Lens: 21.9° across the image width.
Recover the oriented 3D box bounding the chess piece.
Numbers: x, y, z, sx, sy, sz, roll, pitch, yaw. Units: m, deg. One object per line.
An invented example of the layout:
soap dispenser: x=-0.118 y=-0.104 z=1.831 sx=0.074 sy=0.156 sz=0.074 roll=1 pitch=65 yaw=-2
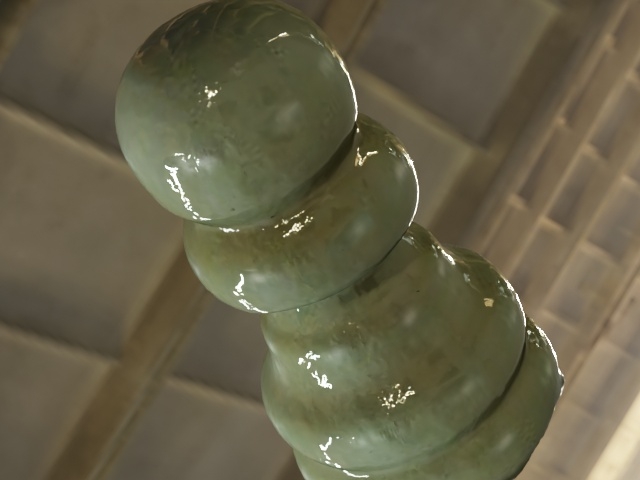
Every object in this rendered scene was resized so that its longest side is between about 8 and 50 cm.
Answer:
chess piece: x=0.000 y=0.000 z=0.720 sx=0.133 sy=0.133 sz=0.243 roll=-49 pitch=-53 yaw=-25
